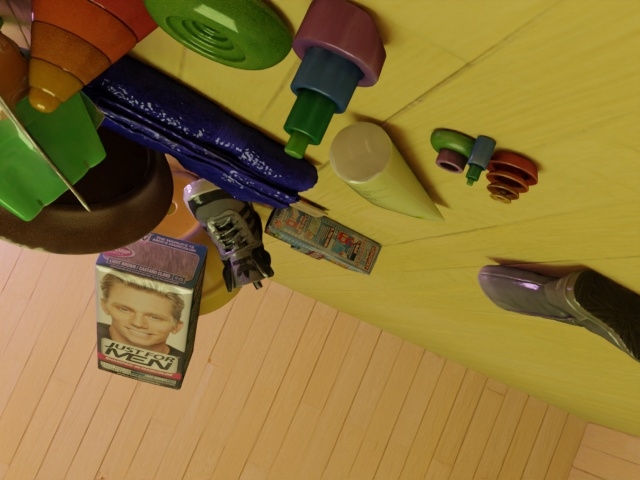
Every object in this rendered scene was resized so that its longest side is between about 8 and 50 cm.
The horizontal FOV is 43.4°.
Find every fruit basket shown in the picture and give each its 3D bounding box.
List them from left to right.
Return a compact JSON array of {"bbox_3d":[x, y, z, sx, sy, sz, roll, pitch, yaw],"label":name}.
[{"bbox_3d":[-0.368,-0.200,0.786,0.327,0.165,0.353,24,146,52],"label":"fruit basket"}]

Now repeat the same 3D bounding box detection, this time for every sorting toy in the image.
[{"bbox_3d":[-0.122,-0.136,0.639,0.366,0.126,0.127,19,171,33],"label":"sorting toy"},{"bbox_3d":[-0.032,-0.059,1.285,0.083,0.012,0.062,24,172,-16],"label":"sorting toy"},{"bbox_3d":[0.136,-0.061,0.698,0.102,0.042,0.061,21,172,16],"label":"sorting toy"}]

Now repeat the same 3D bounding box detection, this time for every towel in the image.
[{"bbox_3d":[-0.179,-0.130,1.013,0.308,0.076,0.228,28,170,-31],"label":"towel"}]

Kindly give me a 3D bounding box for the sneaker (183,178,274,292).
[{"bbox_3d":[-0.145,-0.003,1.367,0.101,0.153,0.268,-20,158,5],"label":"sneaker"}]

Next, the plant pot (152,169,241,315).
[{"bbox_3d":[-0.273,-0.009,1.561,0.254,0.254,0.239,22,156,13],"label":"plant pot"}]

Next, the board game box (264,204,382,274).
[{"bbox_3d":[0.000,0.000,1.409,0.194,0.060,0.194,25,172,-5],"label":"board game box"}]

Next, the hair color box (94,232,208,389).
[{"bbox_3d":[-0.316,0.132,1.482,0.174,0.105,0.347,15,139,-2],"label":"hair color box"}]

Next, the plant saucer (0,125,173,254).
[{"bbox_3d":[-0.342,-0.113,1.063,0.311,0.310,0.050,24,133,-5],"label":"plant saucer"}]

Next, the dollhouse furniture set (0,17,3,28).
[{"bbox_3d":[-0.433,-0.246,0.966,0.152,0.076,0.059,25,171,-20],"label":"dollhouse furniture set"}]

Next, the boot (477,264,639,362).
[{"bbox_3d":[0.326,0.093,1.057,0.190,0.076,0.208,40,161,-13],"label":"boot"}]

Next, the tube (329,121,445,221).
[{"bbox_3d":[0.072,-0.058,0.855,0.070,0.062,0.240,63,-170,17],"label":"tube"}]
